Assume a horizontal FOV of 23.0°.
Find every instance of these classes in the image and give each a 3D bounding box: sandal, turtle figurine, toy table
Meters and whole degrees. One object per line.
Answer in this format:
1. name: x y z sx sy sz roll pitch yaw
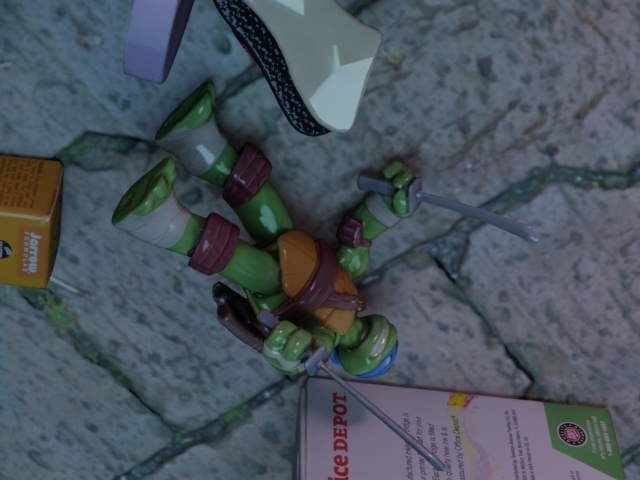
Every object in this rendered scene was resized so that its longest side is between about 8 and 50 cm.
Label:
1. sandal: -0.036 -0.159 1.149 0.067 0.040 0.179 -27 108 -6
2. turtle figurine: 0.000 0.000 1.179 0.266 0.275 0.197 38 82 -19
3. toy table: -0.015 -0.216 1.008 0.161 0.252 0.274 17 110 -3

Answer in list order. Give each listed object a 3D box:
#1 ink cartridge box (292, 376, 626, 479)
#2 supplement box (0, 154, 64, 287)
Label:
1. ink cartridge box: 0.114 0.233 1.332 0.278 0.201 0.117 6 124 -5
2. supplement box: -0.322 -0.024 1.226 0.233 0.080 0.078 5 127 -6
